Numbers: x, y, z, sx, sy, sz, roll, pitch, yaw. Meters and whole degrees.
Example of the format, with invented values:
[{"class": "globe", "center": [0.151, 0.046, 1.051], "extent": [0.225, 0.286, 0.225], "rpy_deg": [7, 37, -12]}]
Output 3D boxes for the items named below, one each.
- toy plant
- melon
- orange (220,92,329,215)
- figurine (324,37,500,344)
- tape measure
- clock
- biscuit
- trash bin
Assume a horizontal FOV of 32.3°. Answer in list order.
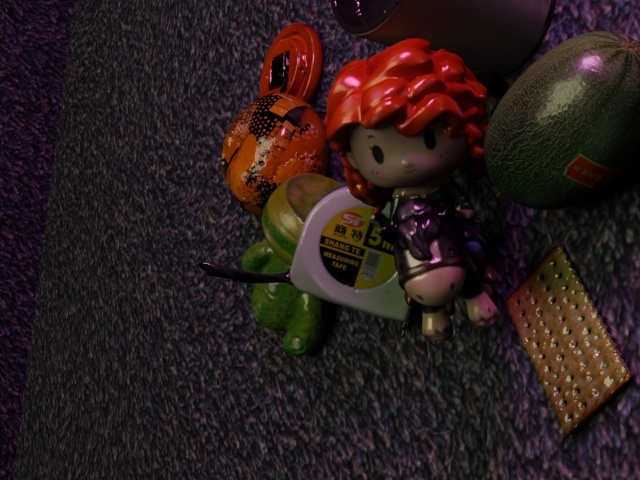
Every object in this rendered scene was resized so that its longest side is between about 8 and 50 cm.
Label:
[{"class": "toy plant", "center": [-0.047, 0.046, 1.958], "extent": [0.224, 0.184, 0.316], "rpy_deg": [47, 133, 27]}, {"class": "melon", "center": [0.316, -0.144, 1.425], "extent": [0.287, 0.182, 0.182], "rpy_deg": [-47, 44, 43]}, {"class": "orange", "center": [-0.080, -0.157, 2.050], "extent": [0.234, 0.182, 0.234], "rpy_deg": [-168, 90, -70]}, {"class": "figurine", "center": [0.145, -0.064, 1.546], "extent": [0.241, 0.306, 0.411], "rpy_deg": [-16, 73, 28]}, {"class": "tape measure", "center": [0.000, 0.000, 1.754], "extent": [0.098, 0.351, 0.215], "rpy_deg": [-65, -9, -81]}, {"class": "clock", "center": [-0.063, -0.331, 2.197], "extent": [0.205, 0.051, 0.205], "rpy_deg": [-26, 59, 52]}, {"class": "biscuit", "center": [0.325, 0.131, 1.480], "extent": [0.139, 0.016, 0.231], "rpy_deg": [-54, 40, 34]}, {"class": "trash bin", "center": [0.179, -0.374, 1.631], "extent": [0.217, 0.262, 0.277], "rpy_deg": [13, 92, 58]}]
